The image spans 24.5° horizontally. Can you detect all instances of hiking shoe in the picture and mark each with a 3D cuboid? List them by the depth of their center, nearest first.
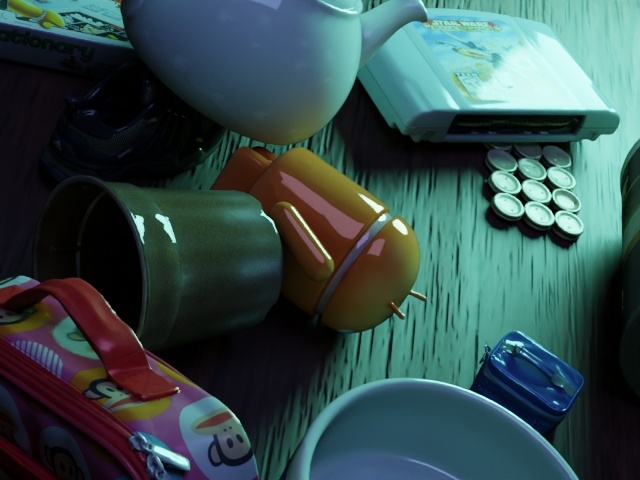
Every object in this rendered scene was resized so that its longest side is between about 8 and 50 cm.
[{"bbox_3d":[-0.159,-0.122,1.409,0.086,0.114,0.227,45,44,18],"label":"hiking shoe"}]

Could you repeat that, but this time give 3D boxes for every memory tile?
[{"bbox_3d":[0.236,-0.064,1.637,0.113,0.012,0.148,15,42,-14],"label":"memory tile"}]

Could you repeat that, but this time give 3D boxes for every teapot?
[{"bbox_3d":[-0.055,-0.229,1.400,0.252,0.187,0.256,40,24,3],"label":"teapot"}]

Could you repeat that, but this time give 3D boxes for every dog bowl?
[{"bbox_3d":[0.087,0.244,1.177,0.265,0.104,0.264,15,43,-14],"label":"dog bowl"}]

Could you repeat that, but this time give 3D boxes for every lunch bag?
[{"bbox_3d":[-0.162,0.150,0.974,0.120,0.258,0.293,-19,32,-41],"label":"lunch bag"},{"bbox_3d":[0.191,0.131,1.375,0.098,0.065,0.067,35,42,8],"label":"lunch bag"}]

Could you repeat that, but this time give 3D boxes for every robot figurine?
[{"bbox_3d":[-0.001,0.001,1.360,0.219,0.158,0.128,36,64,9],"label":"robot figurine"}]

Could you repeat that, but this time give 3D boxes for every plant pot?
[{"bbox_3d":[-0.131,0.023,1.253,0.165,0.167,0.167,-6,51,-41],"label":"plant pot"}]

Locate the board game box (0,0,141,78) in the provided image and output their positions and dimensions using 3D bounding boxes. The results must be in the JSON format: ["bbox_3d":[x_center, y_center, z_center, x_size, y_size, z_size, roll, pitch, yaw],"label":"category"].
[{"bbox_3d":[-0.237,-0.250,1.545,0.305,0.053,0.193,9,44,-20],"label":"board game box"}]

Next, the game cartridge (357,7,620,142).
[{"bbox_3d":[0.182,-0.192,1.699,0.297,0.062,0.198,-3,49,-30],"label":"game cartridge"}]

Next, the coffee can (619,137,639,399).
[{"bbox_3d":[0.406,0.024,1.494,0.202,0.201,0.275,21,41,-7],"label":"coffee can"}]
